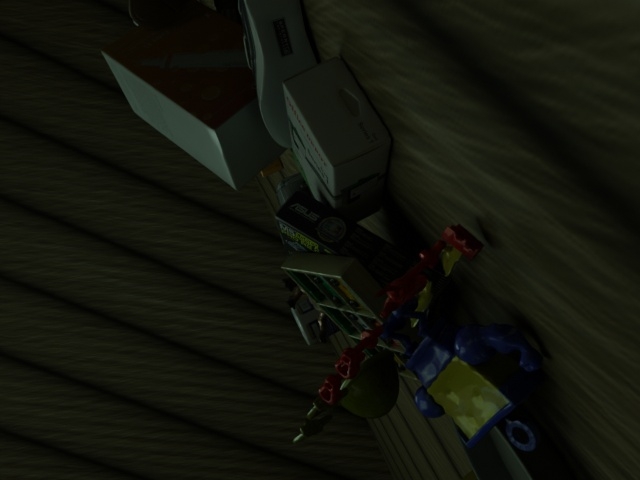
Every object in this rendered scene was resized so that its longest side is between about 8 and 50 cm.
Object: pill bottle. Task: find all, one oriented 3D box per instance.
[{"bbox_3d":[0.029,0.180,1.454,0.112,0.186,0.112,63,172,16],"label":"pill bottle"}]

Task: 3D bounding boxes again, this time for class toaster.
[{"bbox_3d":[-0.020,-0.066,1.245,0.227,0.129,0.146,102,146,-81],"label":"toaster"}]

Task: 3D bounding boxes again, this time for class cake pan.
[{"bbox_3d":[0.274,0.327,0.781,0.293,0.054,0.293,62,172,15],"label":"cake pan"}]

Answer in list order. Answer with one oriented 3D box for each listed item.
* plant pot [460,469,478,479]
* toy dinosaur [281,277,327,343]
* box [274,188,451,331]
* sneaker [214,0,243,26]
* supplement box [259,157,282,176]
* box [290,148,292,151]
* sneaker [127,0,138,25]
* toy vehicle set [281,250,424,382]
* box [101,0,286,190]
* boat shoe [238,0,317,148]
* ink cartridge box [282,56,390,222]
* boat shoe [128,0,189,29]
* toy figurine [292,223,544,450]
[{"bbox_3d":[0.287,0.584,1.015,0.212,0.187,0.212,67,172,-16],"label":"plant pot"},{"bbox_3d":[0.029,0.093,1.299,0.127,0.200,0.296,37,-156,-33],"label":"toy dinosaur"},{"bbox_3d":[0.064,0.057,0.890,0.270,0.060,0.216,31,158,21],"label":"box"},{"bbox_3d":[-0.194,-0.504,1.245,0.229,0.086,0.132,-124,28,-73],"label":"sneaker"},{"bbox_3d":[-0.202,-0.322,1.816,0.233,0.080,0.078,64,175,-12],"label":"supplement box"},{"bbox_3d":[-0.083,-0.271,1.397,0.083,0.018,0.067,62,172,20],"label":"box"},{"bbox_3d":[-0.307,-0.583,1.195,0.127,0.126,0.321,92,-170,-50],"label":"sneaker"},{"bbox_3d":[0.072,0.121,0.868,0.267,0.035,0.166,48,158,-24],"label":"toy vehicle set"},{"bbox_3d":[-0.213,-0.293,1.092,0.345,0.215,0.168,36,159,26],"label":"box"},{"bbox_3d":[-0.072,-0.299,0.904,0.102,0.108,0.301,-121,14,-57],"label":"boat shoe"},{"bbox_3d":[0.023,-0.135,0.845,0.160,0.092,0.219,61,172,21],"label":"ink cartridge box"},{"bbox_3d":[-0.262,-0.523,1.038,0.104,0.285,0.089,27,-160,-26],"label":"boat shoe"},{"bbox_3d":[0.137,0.185,0.656,0.217,0.191,0.362,40,133,18],"label":"toy figurine"}]
